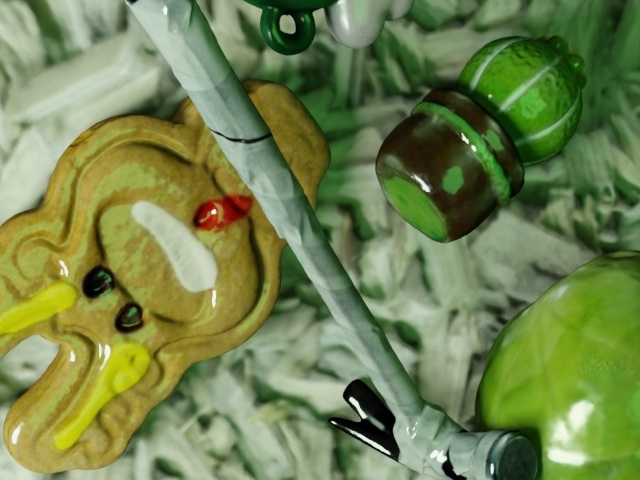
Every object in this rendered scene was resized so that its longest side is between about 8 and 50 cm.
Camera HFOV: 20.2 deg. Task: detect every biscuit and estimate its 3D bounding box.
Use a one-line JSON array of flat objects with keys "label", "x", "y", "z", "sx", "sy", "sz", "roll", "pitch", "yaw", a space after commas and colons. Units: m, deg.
[{"label": "biscuit", "x": -0.113, "y": 0.012, "z": 1.152, "sx": 0.295, "sy": 0.044, "sz": 0.186, "roll": -47, "pitch": 119, "yaw": -13}]

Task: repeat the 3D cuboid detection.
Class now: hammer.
[{"label": "hammer", "x": -0.001, "y": 0.001, "z": 1.115, "sx": 0.044, "sy": 0.152, "sz": 0.427, "roll": -48, "pitch": 127, "yaw": -27}]

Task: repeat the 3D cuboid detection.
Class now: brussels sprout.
[{"label": "brussels sprout", "x": 0.226, "y": 0.120, "z": 1.262, "sx": 0.244, "sy": 0.244, "sz": 0.244, "roll": -5, "pitch": 101, "yaw": -27}]

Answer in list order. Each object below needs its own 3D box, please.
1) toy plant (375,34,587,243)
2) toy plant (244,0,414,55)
[{"label": "toy plant", "x": 0.116, "y": -0.078, "z": 1.231, "sx": 0.162, "sy": 0.093, "sz": 0.093, "roll": -44, "pitch": 116, "yaw": -17}, {"label": "toy plant", "x": -0.020, "y": -0.235, "z": 1.116, "sx": 0.233, "sy": 0.112, "sz": 0.243, "roll": 25, "pitch": 75, "yaw": -30}]
